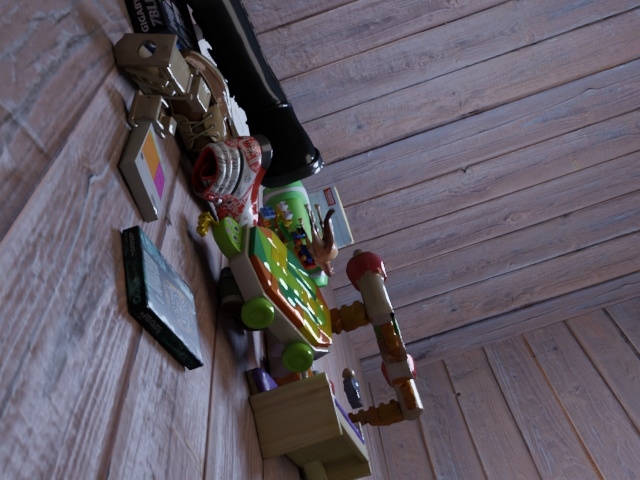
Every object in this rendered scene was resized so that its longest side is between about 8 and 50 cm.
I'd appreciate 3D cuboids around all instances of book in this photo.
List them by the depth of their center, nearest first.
[{"bbox_3d":[-0.257,-0.102,1.135,0.144,0.035,0.096,-100,174,-61],"label":"book"}]

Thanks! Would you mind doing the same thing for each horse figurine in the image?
[{"bbox_3d":[0.000,0.000,1.928,0.263,0.066,0.175,129,-58,-76],"label":"horse figurine"}]

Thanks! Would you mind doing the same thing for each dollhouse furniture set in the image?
[{"bbox_3d":[-0.273,-0.226,1.286,0.182,0.101,0.161,63,34,-67],"label":"dollhouse furniture set"}]

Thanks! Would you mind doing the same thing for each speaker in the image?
[{"bbox_3d":[-0.071,-0.008,2.092,0.131,0.131,0.297,45,30,-81],"label":"speaker"}]

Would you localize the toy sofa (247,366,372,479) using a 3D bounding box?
[{"bbox_3d":[-0.013,0.359,1.503,0.363,0.150,0.177,65,9,-59],"label":"toy sofa"}]

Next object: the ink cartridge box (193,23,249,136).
[{"bbox_3d":[-0.256,-0.410,2.075,0.385,0.091,0.308,-103,173,-61],"label":"ink cartridge box"}]

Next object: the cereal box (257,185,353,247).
[{"bbox_3d":[-0.043,-0.035,2.181,0.047,0.240,0.173,49,23,-78],"label":"cereal box"}]

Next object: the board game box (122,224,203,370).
[{"bbox_3d":[-0.207,0.080,1.021,0.186,0.026,0.126,65,7,-55],"label":"board game box"}]

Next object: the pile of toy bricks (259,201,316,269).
[{"bbox_3d":[-0.101,0.013,1.927,0.212,0.118,0.105,60,-35,32],"label":"pile of toy bricks"}]

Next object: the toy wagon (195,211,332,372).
[{"bbox_3d":[-0.095,0.072,1.404,0.344,0.068,0.267,52,16,-26],"label":"toy wagon"}]

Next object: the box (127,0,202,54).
[{"bbox_3d":[-0.337,-0.513,1.572,0.295,0.073,0.294,14,57,-85],"label":"box"}]

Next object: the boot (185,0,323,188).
[{"bbox_3d":[-0.151,-0.360,1.636,0.367,0.146,0.446,-124,-167,-67],"label":"boot"}]

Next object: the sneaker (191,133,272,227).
[{"bbox_3d":[-0.194,-0.084,1.524,0.090,0.144,0.270,43,-50,33],"label":"sneaker"}]

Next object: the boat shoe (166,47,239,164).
[{"bbox_3d":[-0.224,-0.226,1.512,0.324,0.122,0.120,67,12,-50],"label":"boat shoe"}]

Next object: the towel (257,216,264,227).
[{"bbox_3d":[-0.142,0.054,1.955,0.199,0.031,0.275,64,9,-60],"label":"towel"}]

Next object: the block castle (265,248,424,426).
[{"bbox_3d":[0.047,0.245,1.745,0.213,0.302,0.453,-105,176,-46],"label":"block castle"}]

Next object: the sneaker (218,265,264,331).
[{"bbox_3d":[-0.143,0.108,1.455,0.192,0.064,0.086,55,21,-65],"label":"sneaker"}]
